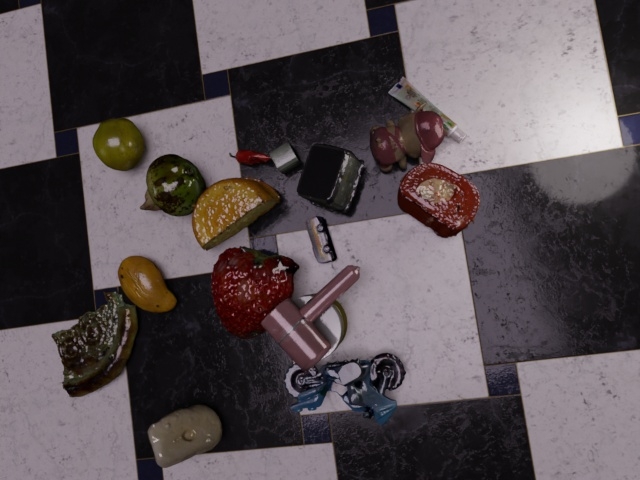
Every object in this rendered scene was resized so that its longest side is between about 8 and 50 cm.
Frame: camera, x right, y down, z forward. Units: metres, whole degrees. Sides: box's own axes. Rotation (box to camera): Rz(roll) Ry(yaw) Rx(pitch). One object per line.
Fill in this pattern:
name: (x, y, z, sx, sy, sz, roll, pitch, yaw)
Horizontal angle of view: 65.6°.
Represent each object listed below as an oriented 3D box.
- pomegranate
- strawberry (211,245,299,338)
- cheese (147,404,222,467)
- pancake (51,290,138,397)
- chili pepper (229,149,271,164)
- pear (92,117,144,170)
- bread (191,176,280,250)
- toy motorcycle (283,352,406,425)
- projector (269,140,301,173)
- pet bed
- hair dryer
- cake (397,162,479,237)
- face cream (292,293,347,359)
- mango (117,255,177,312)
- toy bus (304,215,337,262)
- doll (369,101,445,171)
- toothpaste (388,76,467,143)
pomegranate: (-0.561, -0.190, 1.811, 0.276, 0.204, 0.222, -14, 65, 7)
strawberry: (-0.244, 0.176, 1.702, 0.291, 0.292, 0.310, 18, 76, 11)
cheese: (-0.486, 0.698, 1.787, 0.247, 0.251, 0.174, -15, 68, -27)
pancake: (-0.860, 0.398, 1.905, 0.426, 0.067, 0.305, -37, 80, 8)
chili pepper: (-0.261, -0.305, 1.835, 0.191, 0.059, 0.050, 8, 67, 29)
pear: (-0.762, -0.362, 1.870, 0.198, 0.198, 0.198, -1, 87, 10)
bread: (-0.332, -0.121, 1.772, 0.340, 0.194, 0.179, -34, 87, 10)
toy motorcycle: (0.087, 0.511, 1.674, 0.415, 0.172, 0.232, -6, 80, 1)
projector: (-0.126, -0.299, 1.802, 0.082, 0.083, 0.083, -30, 82, 7)
pet bed: (0.046, -0.215, 1.741, 0.183, 0.159, 0.211, 17, 88, 37)
hair dryer: (0.010, 0.217, 1.557, 0.352, 0.125, 0.210, -43, 82, -2)
cake: (0.398, -0.141, 1.672, 0.283, 0.151, 0.177, 36, 81, 10)
face cream: (-0.024, 0.293, 1.702, 0.218, 0.179, 0.218, -1, 87, 10)
mango: (-0.653, 0.168, 1.858, 0.157, 0.109, 0.262, -45, 82, 1)
toy bus: (0.000, 0.000, 1.779, 0.072, 0.057, 0.172, -20, 83, 14)
doll: (0.299, -0.344, 1.697, 0.255, 0.152, 0.196, -18, 128, 18)
toothpaste: (0.378, -0.451, 1.740, 0.314, 0.058, 0.056, 44, 138, 13)
